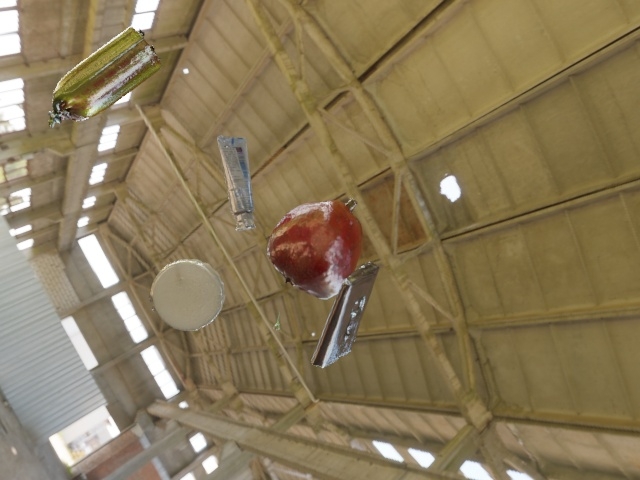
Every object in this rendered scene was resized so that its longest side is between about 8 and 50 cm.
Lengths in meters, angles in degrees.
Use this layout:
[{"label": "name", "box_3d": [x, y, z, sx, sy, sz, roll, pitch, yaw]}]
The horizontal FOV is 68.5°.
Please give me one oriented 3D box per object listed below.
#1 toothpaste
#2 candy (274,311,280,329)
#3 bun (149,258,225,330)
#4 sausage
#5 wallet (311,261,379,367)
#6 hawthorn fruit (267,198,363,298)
[{"label": "toothpaste", "box_3d": [-0.261, -0.182, 1.498, 0.073, 0.114, 0.299, -10, -92, 45]}, {"label": "candy", "box_3d": [-0.163, 0.310, 1.818, 0.023, 0.083, 0.025, 4, -44, 2]}, {"label": "bun", "box_3d": [-0.470, 0.187, 1.726, 0.175, 0.263, 0.263, -81, 146, -83]}, {"label": "sausage", "box_3d": [-0.532, -0.382, 1.136, 0.117, 0.317, 0.125, 50, -15, -20]}, {"label": "wallet", "box_3d": [0.064, 0.168, 1.075, 0.049, 0.182, 0.229, 27, -67, 24]}, {"label": "hawthorn fruit", "box_3d": [0.000, 0.000, 1.347, 0.265, 0.307, 0.265, 36, 2, -2]}]
